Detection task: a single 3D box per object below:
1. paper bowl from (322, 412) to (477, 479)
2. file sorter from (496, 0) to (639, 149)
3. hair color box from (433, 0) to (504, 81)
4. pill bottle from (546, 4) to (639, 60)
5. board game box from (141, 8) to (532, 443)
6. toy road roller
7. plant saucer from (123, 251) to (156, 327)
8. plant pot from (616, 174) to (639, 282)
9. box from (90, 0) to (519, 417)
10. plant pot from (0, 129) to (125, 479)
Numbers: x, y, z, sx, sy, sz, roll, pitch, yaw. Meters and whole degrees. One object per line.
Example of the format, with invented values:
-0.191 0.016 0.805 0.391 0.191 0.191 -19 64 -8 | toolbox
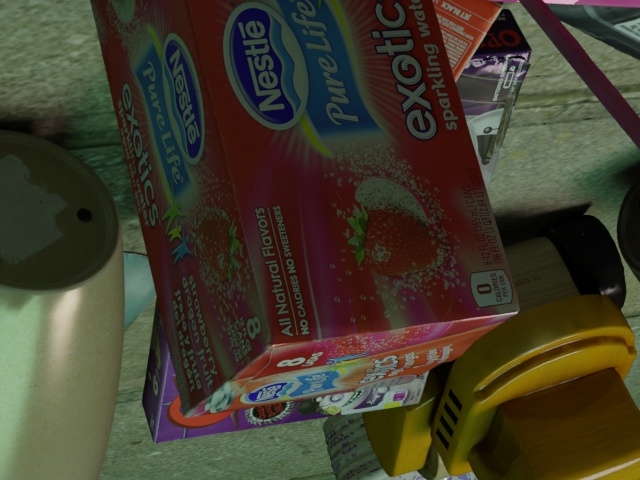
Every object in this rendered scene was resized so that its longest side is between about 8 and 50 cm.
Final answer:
0.143 0.186 1.944 0.284 0.148 0.284 -13 163 -4 | paper bowl
0.229 -0.163 0.655 0.202 0.182 0.290 -3 133 -33 | file sorter
0.048 -0.099 0.957 0.053 0.093 0.167 29 132 -5 | hair color box
0.162 -0.161 0.882 0.130 0.130 0.246 -24 160 28 | pill bottle
0.000 0.000 1.174 0.208 0.056 0.347 -4 138 -16 | board game box
0.181 0.155 1.617 0.203 0.240 0.329 -16 150 -16 | toy road roller
-0.215 0.061 1.441 0.195 0.037 0.195 -14 163 -4 | plant saucer
0.367 0.013 1.530 0.230 0.215 0.215 21 143 -40 | plant pot
-0.017 -0.058 0.842 0.128 0.256 0.122 -6 163 -25 | box
-0.231 0.065 1.146 0.256 0.256 0.274 -4 144 -31 | plant pot
